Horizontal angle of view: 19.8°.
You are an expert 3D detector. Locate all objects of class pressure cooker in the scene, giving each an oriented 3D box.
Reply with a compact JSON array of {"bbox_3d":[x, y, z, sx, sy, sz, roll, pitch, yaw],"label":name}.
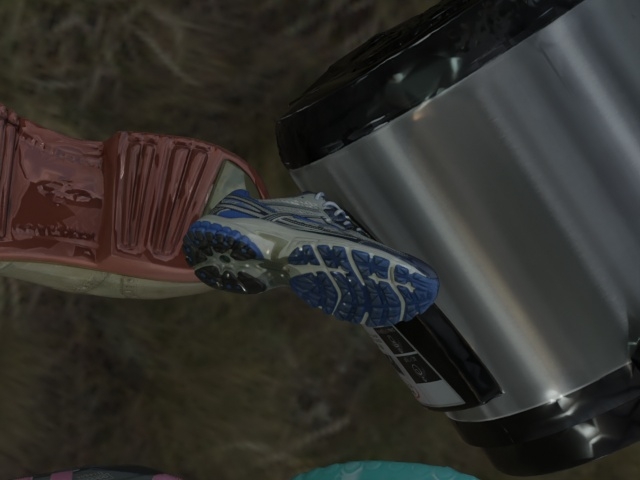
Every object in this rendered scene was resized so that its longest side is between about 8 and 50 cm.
[{"bbox_3d":[0.212,-0.015,1.428,0.420,0.375,0.370,56,44,-8],"label":"pressure cooker"}]

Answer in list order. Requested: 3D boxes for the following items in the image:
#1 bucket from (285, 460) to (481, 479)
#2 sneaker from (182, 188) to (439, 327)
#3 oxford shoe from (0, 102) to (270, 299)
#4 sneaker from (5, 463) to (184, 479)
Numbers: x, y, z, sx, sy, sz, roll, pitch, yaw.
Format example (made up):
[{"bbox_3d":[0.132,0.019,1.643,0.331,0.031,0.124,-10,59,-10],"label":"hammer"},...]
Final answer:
[{"bbox_3d":[0.039,0.259,0.929,0.183,0.281,0.281,-64,148,-45],"label":"bucket"},{"bbox_3d":[0.000,0.000,0.934,0.052,0.135,0.058,86,26,-44],"label":"sneaker"},{"bbox_3d":[-0.244,-0.020,1.362,0.146,0.397,0.140,123,-21,-63],"label":"oxford shoe"},{"bbox_3d":[-0.220,0.237,1.425,0.319,0.131,0.112,-14,98,-44],"label":"sneaker"}]
